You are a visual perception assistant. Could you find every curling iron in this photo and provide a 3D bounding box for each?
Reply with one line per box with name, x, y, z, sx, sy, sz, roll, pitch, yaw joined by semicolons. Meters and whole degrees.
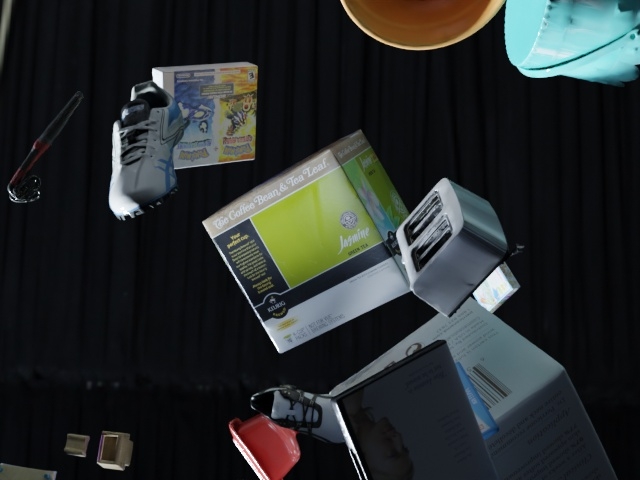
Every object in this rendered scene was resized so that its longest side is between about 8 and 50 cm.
curling iron;-0.582;-0.199;2.281;0.068;0.274;0.035;30;170;-16

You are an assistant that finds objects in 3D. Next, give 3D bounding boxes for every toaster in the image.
toaster;0.219;0.006;1.758;0.110;0.168;0.186;29;116;-24

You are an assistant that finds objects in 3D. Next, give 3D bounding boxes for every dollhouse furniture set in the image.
dollhouse furniture set;-0.576;0.551;2.317;0.303;0.287;0.198;6;164;3

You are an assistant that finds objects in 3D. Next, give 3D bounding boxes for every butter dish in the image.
butter dish;-0.087;0.384;2.043;0.118;0.160;0.160;-36;174;-1

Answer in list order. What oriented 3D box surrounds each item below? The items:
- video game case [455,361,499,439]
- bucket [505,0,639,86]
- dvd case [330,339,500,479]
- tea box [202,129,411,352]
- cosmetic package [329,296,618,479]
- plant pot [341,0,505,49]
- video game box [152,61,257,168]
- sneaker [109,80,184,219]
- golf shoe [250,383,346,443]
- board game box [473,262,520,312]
video game case;0.146;0.254;1.467;0.166;0.119;0.015;-30;140;2
bucket;0.416;-0.385;1.704;0.183;0.281;0.281;6;168;-6
dvd case;0.131;0.275;1.340;0.180;0.253;0.022;-25;-174;-29
tea box;0.000;0.000;2.182;0.329;0.324;0.220;-27;-174;24
cosmetic package;0.280;0.383;1.878;0.329;0.394;0.327;-34;-151;-9
plant pot;0.162;-0.488;1.743;0.290;0.203;0.291;-2;127;-2
video game box;-0.217;-0.236;2.010;0.205;0.187;0.048;-10;-154;-32
sneaker;-0.204;-0.103;1.201;0.085;0.237;0.086;-21;121;11
golf shoe;-0.024;0.266;1.624;0.198;0.077;0.093;3;175;44
board game box;0.352;0.066;2.289;0.026;0.154;0.103;-11;152;-38
